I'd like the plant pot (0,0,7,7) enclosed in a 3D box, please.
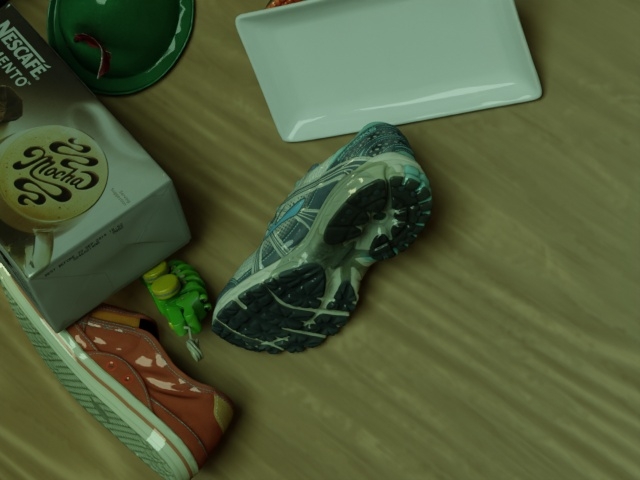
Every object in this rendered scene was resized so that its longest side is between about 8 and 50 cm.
[{"bbox_3d":[-0.392,-0.338,1.619,0.188,0.167,0.187,-41,70,17],"label":"plant pot"}]

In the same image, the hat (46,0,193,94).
[{"bbox_3d":[-0.238,-0.244,1.527,0.209,0.183,0.172,12,90,26],"label":"hat"}]

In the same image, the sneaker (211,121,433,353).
[{"bbox_3d":[0.000,0.000,1.453,0.283,0.110,0.122,-42,34,29],"label":"sneaker"}]

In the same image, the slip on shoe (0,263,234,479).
[{"bbox_3d":[-0.213,0.111,1.534,0.101,0.123,0.331,-40,59,-20],"label":"slip on shoe"}]

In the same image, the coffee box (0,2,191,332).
[{"bbox_3d":[-0.287,-0.077,1.521,0.168,0.119,0.297,-35,62,-14],"label":"coffee box"}]

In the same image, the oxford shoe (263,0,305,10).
[{"bbox_3d":[0.051,-0.271,1.464,0.271,0.097,0.098,-28,40,27],"label":"oxford shoe"}]

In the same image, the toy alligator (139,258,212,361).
[{"bbox_3d":[-0.131,0.060,1.495,0.051,0.056,0.189,-29,33,-10],"label":"toy alligator"}]

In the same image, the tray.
[{"bbox_3d":[0.064,-0.179,1.436,0.270,0.030,0.145,-8,122,24],"label":"tray"}]
